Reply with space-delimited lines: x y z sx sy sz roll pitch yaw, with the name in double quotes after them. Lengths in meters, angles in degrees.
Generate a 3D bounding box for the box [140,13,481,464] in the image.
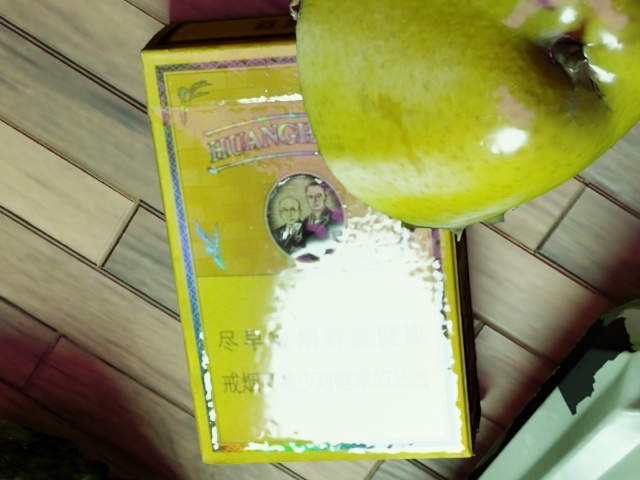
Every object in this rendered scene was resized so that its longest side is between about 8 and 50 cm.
0.000 0.000 1.085 0.193 0.084 0.301 -3 111 10 "box"

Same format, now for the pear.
0.128 -0.123 0.916 0.267 0.178 0.267 -6 101 -34 "pear"

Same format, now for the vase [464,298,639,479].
0.155 0.192 1.106 0.165 0.165 0.360 40 117 -8 "vase"

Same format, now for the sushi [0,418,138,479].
-0.254 0.282 1.167 0.352 0.178 0.294 -10 92 16 "sushi"
